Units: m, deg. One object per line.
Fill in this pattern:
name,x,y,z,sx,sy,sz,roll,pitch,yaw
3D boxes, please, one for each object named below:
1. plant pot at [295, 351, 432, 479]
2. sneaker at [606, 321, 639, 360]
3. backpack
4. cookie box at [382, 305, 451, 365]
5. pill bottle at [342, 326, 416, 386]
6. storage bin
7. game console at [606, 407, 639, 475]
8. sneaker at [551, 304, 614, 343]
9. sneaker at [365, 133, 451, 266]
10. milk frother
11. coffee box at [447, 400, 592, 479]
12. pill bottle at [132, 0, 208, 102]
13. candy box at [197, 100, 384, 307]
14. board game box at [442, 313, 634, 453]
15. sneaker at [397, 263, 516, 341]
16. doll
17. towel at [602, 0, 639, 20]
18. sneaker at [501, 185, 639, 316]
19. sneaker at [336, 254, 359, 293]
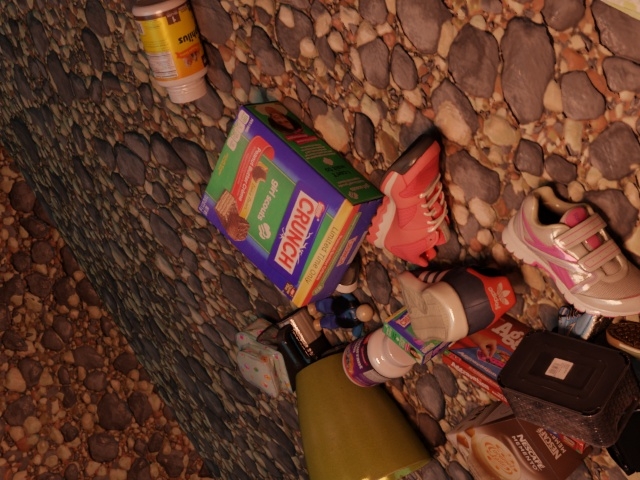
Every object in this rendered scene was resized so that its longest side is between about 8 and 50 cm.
plant pot,0.063,0.410,2.082,0.293,0.275,0.275,65,154,19
sneaker,0.503,0.184,1.352,0.192,0.064,0.086,14,125,46
backpack,-0.130,0.288,2.334,0.188,0.144,0.166,30,147,43
cookie box,0.188,0.175,1.793,0.107,0.092,0.040,39,144,28
pill bottle,0.130,0.235,1.921,0.108,0.108,0.193,56,150,2
storage bin,0.375,0.219,1.409,0.180,0.122,0.084,15,146,45
game console,0.504,0.317,1.534,0.122,0.071,0.107,61,-179,-15
sneaker,0.401,0.128,1.458,0.073,0.063,0.162,49,150,21
sneaker,0.176,-0.062,1.588,0.136,0.116,0.314,36,153,14
milk frother,-0.015,0.219,2.158,0.143,0.129,0.135,-31,94,18
coffee box,0.360,0.371,1.719,0.141,0.098,0.246,55,151,3
pill bottle,-0.304,-0.399,1.937,0.117,0.117,0.215,21,135,46
candy box,-0.063,-0.072,1.818,0.317,0.122,0.268,42,126,21
board game box,0.354,0.223,1.535,0.281,0.145,0.027,32,143,36
sneaker,0.238,0.101,1.629,0.350,0.148,0.131,-159,50,-80
doll,0.052,0.162,2.030,0.189,0.046,0.129,-13,99,53
towel,0.340,-0.420,0.981,0.320,0.090,0.374,36,145,31
sneaker,0.372,0.013,1.345,0.252,0.103,0.111,37,147,30
sneaker,0.000,0.000,1.925,0.234,0.078,0.106,44,142,20
